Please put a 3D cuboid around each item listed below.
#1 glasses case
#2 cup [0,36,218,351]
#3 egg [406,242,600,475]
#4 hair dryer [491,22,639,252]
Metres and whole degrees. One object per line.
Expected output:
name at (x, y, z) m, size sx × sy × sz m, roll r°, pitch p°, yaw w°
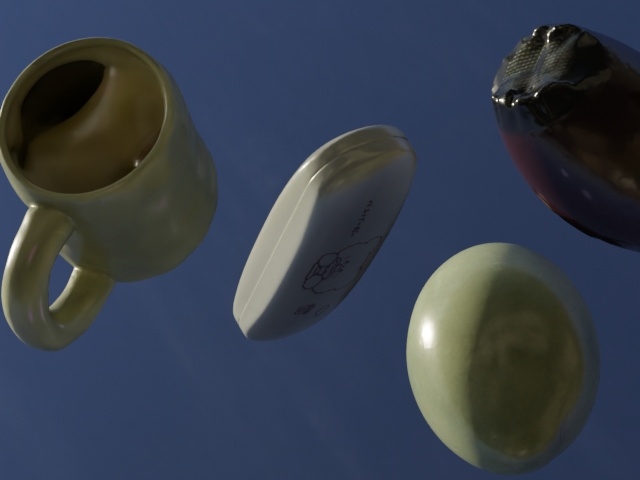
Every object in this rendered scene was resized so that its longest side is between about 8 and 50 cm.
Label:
glasses case at (0.000, 0.000, 0.851) m, size 0.074 × 0.193 × 0.049 m, roll -17°, pitch -116°, yaw -33°
cup at (-0.189, -0.029, 1.267) m, size 0.173 × 0.202 × 0.255 m, roll -5°, pitch -115°, yaw 6°
egg at (0.177, 0.113, 1.351) m, size 0.186 × 0.186 × 0.253 m, roll -1°, pitch -135°, yaw 5°
hair dryer at (0.317, -0.080, 0.928) m, size 0.312 × 0.340 × 0.123 m, roll 34°, pitch -133°, yaw -27°
